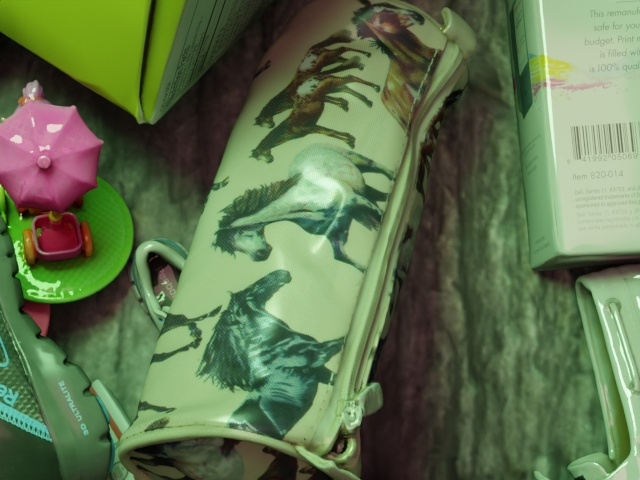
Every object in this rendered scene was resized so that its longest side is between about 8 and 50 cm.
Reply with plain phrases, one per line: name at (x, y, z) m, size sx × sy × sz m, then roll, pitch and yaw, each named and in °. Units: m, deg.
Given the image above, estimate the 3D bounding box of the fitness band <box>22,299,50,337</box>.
fitness band at (-0.356, 0.068, 0.920) m, size 0.291 × 0.054 × 0.209 m, roll -21°, pitch 71°, yaw -30°

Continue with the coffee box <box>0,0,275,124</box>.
coffee box at (-0.141, -0.359, 0.833) m, size 0.338 × 0.338 × 0.334 m, roll 33°, pitch 50°, yaw 4°

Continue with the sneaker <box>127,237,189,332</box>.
sneaker at (-0.099, 0.078, 0.960) m, size 0.071 × 0.083 × 0.190 m, roll -37°, pitch 86°, yaw -8°

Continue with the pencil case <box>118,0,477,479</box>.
pencil case at (0.000, 0.000, 0.874) m, size 0.184 × 0.160 × 0.410 m, roll 1°, pitch 57°, yaw 28°

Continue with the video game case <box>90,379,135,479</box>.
video game case at (-0.242, 0.251, 0.890) m, size 0.285 × 0.204 × 0.025 m, roll -40°, pitch 127°, yaw -7°

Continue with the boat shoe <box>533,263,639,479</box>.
boat shoe at (0.243, 0.196, 0.926) m, size 0.157 × 0.136 × 0.366 m, roll -2°, pitch 79°, yaw -2°

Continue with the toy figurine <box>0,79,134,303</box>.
toy figurine at (-0.212, -0.062, 0.916) m, size 0.130 × 0.159 × 0.173 m, roll -8°, pitch 63°, yaw -15°

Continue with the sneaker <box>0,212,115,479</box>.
sneaker at (-0.285, 0.052, 0.856) m, size 0.140 × 0.125 × 0.340 m, roll -26°, pitch 75°, yaw -30°

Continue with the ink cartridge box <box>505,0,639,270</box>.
ink cartridge box at (0.269, -0.160, 0.984) m, size 0.207 × 0.119 × 0.353 m, roll -3°, pitch 83°, yaw -1°
